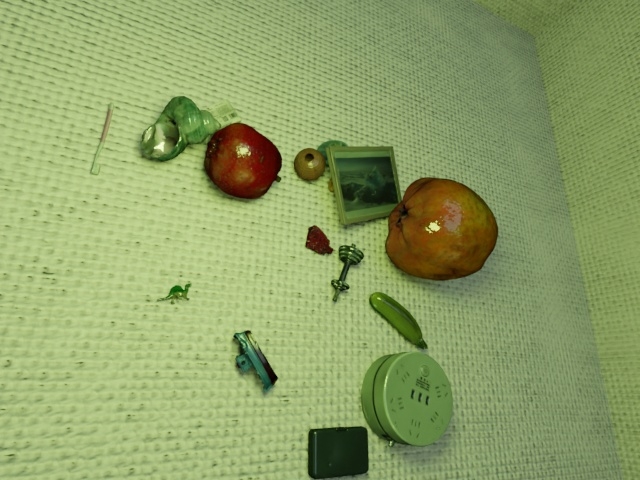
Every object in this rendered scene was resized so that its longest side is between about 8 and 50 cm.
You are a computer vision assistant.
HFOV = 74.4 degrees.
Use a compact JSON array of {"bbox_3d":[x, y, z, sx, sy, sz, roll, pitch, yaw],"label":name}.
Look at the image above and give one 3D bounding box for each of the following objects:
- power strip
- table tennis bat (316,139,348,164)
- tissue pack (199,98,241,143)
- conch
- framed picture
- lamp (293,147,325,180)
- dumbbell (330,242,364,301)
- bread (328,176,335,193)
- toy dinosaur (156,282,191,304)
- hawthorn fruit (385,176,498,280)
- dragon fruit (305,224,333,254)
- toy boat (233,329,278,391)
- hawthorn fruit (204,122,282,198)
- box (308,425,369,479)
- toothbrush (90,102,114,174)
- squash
[{"bbox_3d":[0.331,0.612,1.618,0.358,0.161,0.356,10,68,-27],"label":"power strip"},{"bbox_3d":[0.059,-0.355,1.825,0.149,0.038,0.237,-9,52,0],"label":"table tennis bat"},{"bbox_3d":[-0.400,-0.457,1.619,0.149,0.099,0.106,-35,90,-34],"label":"tissue pack"},{"bbox_3d":[-0.489,-0.394,1.475,0.278,0.195,0.220,-11,57,-14],"label":"conch"},{"bbox_3d":[0.212,-0.252,1.845,0.447,0.028,0.325,-14,93,-45],"label":"framed picture"},{"bbox_3d":[-0.044,-0.317,1.753,0.137,0.136,0.136,10,68,-27],"label":"lamp"},{"bbox_3d":[0.098,0.128,1.700,0.110,0.110,0.254,28,67,-19],"label":"dumbbell"},{"bbox_3d":[0.110,-0.297,1.852,0.083,0.114,0.210,41,55,-30],"label":"bread"},{"bbox_3d":[-0.482,0.177,1.395,0.120,0.029,0.060,-13,64,-27],"label":"toy dinosaur"},{"bbox_3d":[0.510,-0.028,1.784,0.473,0.472,0.470,10,68,-27],"label":"hawthorn fruit"},{"bbox_3d":[-0.002,-0.001,1.725,0.131,0.063,0.097,27,94,-19],"label":"dragon fruit"},{"bbox_3d":[-0.229,0.406,1.414,0.097,0.100,0.223,-30,89,-10],"label":"toy boat"},{"bbox_3d":[-0.267,-0.275,1.547,0.307,0.265,0.264,29,59,-39],"label":"hawthorn fruit"},{"bbox_3d":[0.065,0.743,1.485,0.231,0.050,0.160,10,68,-26],"label":"box"},{"bbox_3d":[-0.737,-0.349,1.436,0.025,0.020,0.285,17,65,-33],"label":"toothbrush"},{"bbox_3d":[0.339,0.331,1.771,0.341,0.094,0.094,44,57,-7],"label":"squash"}]
